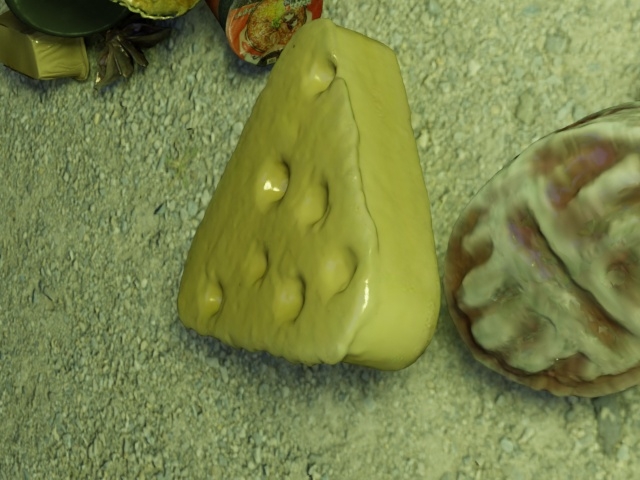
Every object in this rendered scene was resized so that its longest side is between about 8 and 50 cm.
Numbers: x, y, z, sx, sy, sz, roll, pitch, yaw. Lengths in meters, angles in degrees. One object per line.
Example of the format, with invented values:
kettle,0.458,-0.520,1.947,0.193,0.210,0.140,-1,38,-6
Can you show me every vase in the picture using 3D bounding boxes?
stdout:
vase,-0.344,-0.437,1.235,0.173,0.173,0.321,-39,53,31

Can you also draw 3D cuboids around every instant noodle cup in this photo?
instant noodle cup,-0.082,-0.291,1.082,0.136,0.127,0.127,51,119,35

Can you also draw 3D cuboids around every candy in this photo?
candy,0.237,0.009,0.788,0.214,0.157,0.289,53,135,6

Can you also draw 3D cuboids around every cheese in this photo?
cheese,0.001,-0.001,0.947,0.384,0.104,0.384,-29,54,50

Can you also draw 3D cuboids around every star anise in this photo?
star anise,-0.269,-0.256,1.254,0.124,0.056,0.129,39,98,34

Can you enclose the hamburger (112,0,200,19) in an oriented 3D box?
hamburger,-0.218,-0.379,0.994,0.265,0.285,0.134,-37,30,29

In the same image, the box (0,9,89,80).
box,-0.396,-0.287,1.337,0.177,0.111,0.111,25,105,39
